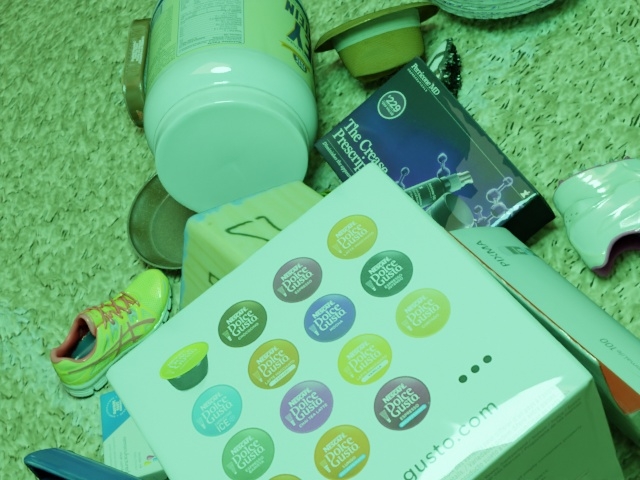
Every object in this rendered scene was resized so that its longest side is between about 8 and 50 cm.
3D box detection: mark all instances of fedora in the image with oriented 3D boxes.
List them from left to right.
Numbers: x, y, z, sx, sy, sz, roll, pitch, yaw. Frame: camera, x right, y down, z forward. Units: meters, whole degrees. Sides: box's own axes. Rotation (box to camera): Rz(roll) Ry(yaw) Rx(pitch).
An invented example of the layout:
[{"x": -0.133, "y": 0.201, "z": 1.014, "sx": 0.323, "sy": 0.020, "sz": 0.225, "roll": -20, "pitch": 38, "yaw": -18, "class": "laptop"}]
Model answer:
[{"x": 0.088, "y": -0.278, "z": 1.725, "sx": 0.194, "sy": 0.194, "sz": 0.079, "roll": -19, "pitch": 89, "yaw": 10, "class": "fedora"}]

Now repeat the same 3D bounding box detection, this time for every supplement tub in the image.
[{"x": -0.124, "y": -0.210, "z": 1.666, "sx": 0.235, "sy": 0.235, "sz": 0.325, "roll": -17, "pitch": 43, "yaw": 11, "class": "supplement tub"}]

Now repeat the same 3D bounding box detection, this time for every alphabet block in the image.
[{"x": -0.039, "y": 0.068, "z": 1.469, "sx": 0.192, "sy": 0.193, "sz": 0.197, "roll": -22, "pitch": 43, "yaw": -36, "class": "alphabet block"}]

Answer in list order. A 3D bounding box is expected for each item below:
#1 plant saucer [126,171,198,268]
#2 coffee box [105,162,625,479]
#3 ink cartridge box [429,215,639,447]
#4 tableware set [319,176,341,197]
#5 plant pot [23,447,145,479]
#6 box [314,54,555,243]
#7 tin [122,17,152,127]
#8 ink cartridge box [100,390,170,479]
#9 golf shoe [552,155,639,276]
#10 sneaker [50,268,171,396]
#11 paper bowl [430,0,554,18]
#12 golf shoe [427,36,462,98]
[{"x": -0.182, "y": -0.037, "z": 1.733, "sx": 0.198, "sy": 0.036, "sz": 0.199, "roll": -11, "pitch": 56, "yaw": 16, "class": "plant saucer"}, {"x": 0.059, "y": 0.203, "z": 1.186, "sx": 0.337, "sy": 0.338, "sz": 0.334, "roll": -38, "pitch": 52, "yaw": -4, "class": "coffee box"}, {"x": 0.254, "y": 0.075, "z": 1.258, "sx": 0.091, "sy": 0.385, "sz": 0.308, "roll": -45, "pitch": 53, "yaw": -1, "class": "ink cartridge box"}, {"x": 0.000, "y": 0.000, "z": 1.593, "sx": 0.154, "sy": 0.024, "sz": 0.104, "roll": -57, "pitch": 50, "yaw": 25, "class": "tableware set"}, {"x": -0.260, "y": 0.384, "z": 1.376, "sx": 0.236, "sy": 0.236, "sz": 0.212, "roll": 12, "pitch": 57, "yaw": 29, "class": "plant pot"}, {"x": 0.143, "y": -0.077, "z": 1.541, "sx": 0.184, "sy": 0.103, "sz": 0.261, "roll": -40, "pitch": 62, "yaw": 5, "class": "box"}, {"x": -0.269, "y": -0.263, "z": 1.872, "sx": 0.040, "sy": 0.106, "sz": 0.190, "roll": -9, "pitch": 56, "yaw": 17, "class": "tin"}, {"x": -0.155, "y": 0.232, "z": 1.520, "sx": 0.231, "sy": 0.078, "sz": 0.134, "roll": -19, "pitch": 53, "yaw": 9, "class": "ink cartridge box"}, {"x": 0.441, "y": -0.049, "z": 1.450, "sx": 0.306, "sy": 0.115, "sz": 0.140, "roll": -19, "pitch": 64, "yaw": 18, "class": "golf shoe"}, {"x": -0.286, "y": 0.115, "z": 1.641, "sx": 0.081, "sy": 0.094, "sz": 0.208, "roll": 27, "pitch": 70, "yaw": 35, "class": "sneaker"}, {"x": 0.267, "y": -0.437, "z": 1.738, "sx": 0.284, "sy": 0.148, "sz": 0.284, "roll": -10, "pitch": 55, "yaw": 15, "class": "paper bowl"}, {"x": 0.140, "y": -0.203, "z": 1.683, "sx": 0.094, "sy": 0.077, "sz": 0.198, "roll": 5, "pitch": 60, "yaw": 25, "class": "golf shoe"}]
